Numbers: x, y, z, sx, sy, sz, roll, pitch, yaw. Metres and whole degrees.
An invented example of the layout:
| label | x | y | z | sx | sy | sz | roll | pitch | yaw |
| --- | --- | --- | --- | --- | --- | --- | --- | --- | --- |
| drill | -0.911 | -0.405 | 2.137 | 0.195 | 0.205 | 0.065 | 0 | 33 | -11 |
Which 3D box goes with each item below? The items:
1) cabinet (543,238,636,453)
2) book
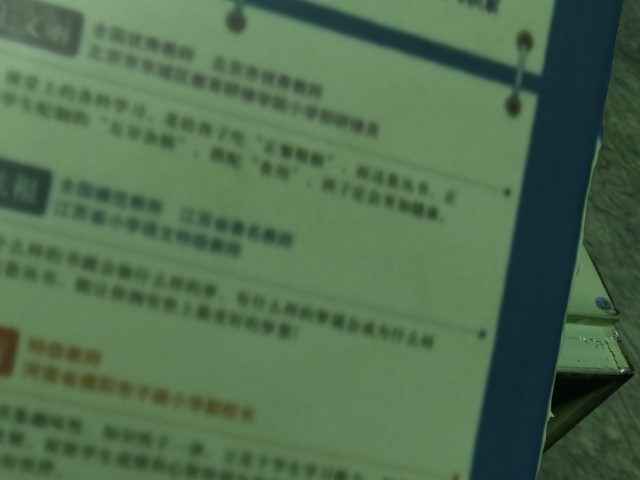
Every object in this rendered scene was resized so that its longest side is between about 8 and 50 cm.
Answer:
| label | x | y | z | sx | sy | sz | roll | pitch | yaw |
| --- | --- | --- | --- | --- | --- | --- | --- | --- | --- |
| cabinet | 0.000 | 0.000 | 0.797 | 0.145 | 0.150 | 0.206 | 5 | 50 | -39 |
| book | -0.051 | 0.013 | 0.611 | 0.300 | 0.039 | 0.428 | 15 | 82 | -26 |
